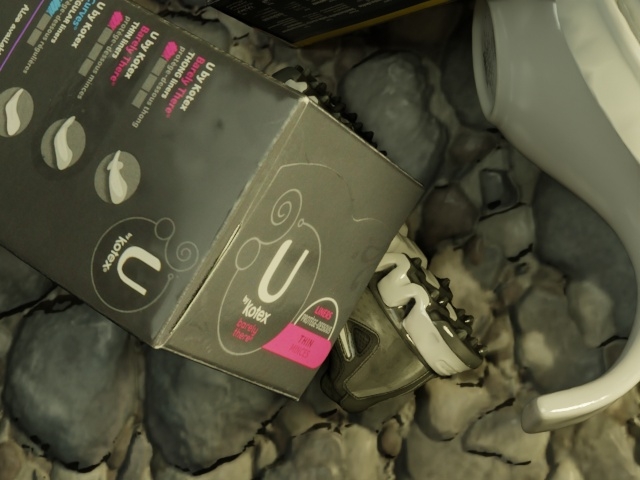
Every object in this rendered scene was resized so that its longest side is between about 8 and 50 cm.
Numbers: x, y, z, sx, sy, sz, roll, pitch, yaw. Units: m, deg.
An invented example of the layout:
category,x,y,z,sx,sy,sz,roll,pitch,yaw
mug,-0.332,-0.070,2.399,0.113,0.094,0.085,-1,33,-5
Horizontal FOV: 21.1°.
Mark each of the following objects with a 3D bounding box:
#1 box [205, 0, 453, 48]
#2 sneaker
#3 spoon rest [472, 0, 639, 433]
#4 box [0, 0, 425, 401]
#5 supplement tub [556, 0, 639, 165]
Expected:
category,x,y,z,sx,sy,sz,roll,pitch,yaw
box,0.065,-0.254,0.965,0.322,0.079,0.257,-4,65,65
sneaker,0.000,0.000,0.990,0.106,0.078,0.234,-35,57,13
spoon rest,0.133,-0.040,0.909,0.084,0.137,0.276,-3,76,-5
box,-0.109,-0.049,0.917,0.270,0.165,0.143,31,91,29
supplement tub,0.284,-0.137,0.757,0.316,0.228,0.228,-39,54,26
